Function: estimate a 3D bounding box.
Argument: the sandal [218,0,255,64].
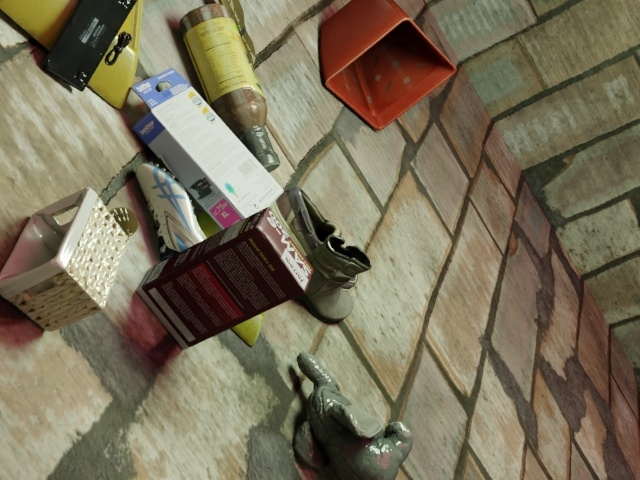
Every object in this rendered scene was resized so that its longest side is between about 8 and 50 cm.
[{"bbox_3d":[-0.191,-0.459,2.190,0.072,0.049,0.180,-56,132,-56],"label":"sandal"}]

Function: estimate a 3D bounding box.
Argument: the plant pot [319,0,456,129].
[{"bbox_3d":[0.149,-0.501,2.659,0.267,0.267,0.235,34,26,-47],"label":"plant pot"}]

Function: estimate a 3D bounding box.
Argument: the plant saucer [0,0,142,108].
[{"bbox_3d":[-0.405,-0.440,1.696,0.333,0.081,0.332,43,32,-43],"label":"plant saucer"}]

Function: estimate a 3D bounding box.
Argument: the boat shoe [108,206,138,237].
[{"bbox_3d":[-0.324,-0.017,1.509,0.135,0.045,0.050,-24,99,-63],"label":"boat shoe"}]

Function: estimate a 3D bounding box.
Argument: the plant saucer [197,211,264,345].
[{"bbox_3d":[-0.149,0.059,1.777,0.188,0.045,0.188,48,30,-32],"label":"plant saucer"}]

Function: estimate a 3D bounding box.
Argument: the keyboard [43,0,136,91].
[{"bbox_3d":[-0.357,-0.327,1.616,0.108,0.180,0.023,31,0,-37],"label":"keyboard"}]

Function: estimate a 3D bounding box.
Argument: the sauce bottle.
[{"bbox_3d":[-0.172,-0.291,1.990,0.111,0.111,0.344,-7,74,-64],"label":"sauce bottle"}]

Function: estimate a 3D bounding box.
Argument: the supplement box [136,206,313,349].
[{"bbox_3d":[-0.146,0.060,1.551,0.130,0.240,0.073,55,26,-19],"label":"supplement box"}]

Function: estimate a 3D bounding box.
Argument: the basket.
[{"bbox_3d":[-0.341,0.028,1.361,0.103,0.113,0.167,54,26,-29],"label":"basket"}]

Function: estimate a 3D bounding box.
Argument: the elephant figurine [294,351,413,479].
[{"bbox_3d":[0.030,0.335,1.781,0.239,0.186,0.169,44,73,-16],"label":"elephant figurine"}]

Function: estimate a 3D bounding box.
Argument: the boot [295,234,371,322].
[{"bbox_3d":[0.036,0.079,1.980,0.246,0.161,0.083,33,40,-48],"label":"boot"}]

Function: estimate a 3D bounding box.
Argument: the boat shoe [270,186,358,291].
[{"bbox_3d":[0.000,0.000,2.064,0.285,0.092,0.102,49,29,-29],"label":"boat shoe"}]

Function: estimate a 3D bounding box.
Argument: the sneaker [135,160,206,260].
[{"bbox_3d":[-0.241,-0.024,1.649,0.086,0.085,0.237,-29,81,-24],"label":"sneaker"}]

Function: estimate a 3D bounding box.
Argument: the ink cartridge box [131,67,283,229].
[{"bbox_3d":[-0.210,-0.159,1.804,0.311,0.065,0.186,51,26,-7],"label":"ink cartridge box"}]
